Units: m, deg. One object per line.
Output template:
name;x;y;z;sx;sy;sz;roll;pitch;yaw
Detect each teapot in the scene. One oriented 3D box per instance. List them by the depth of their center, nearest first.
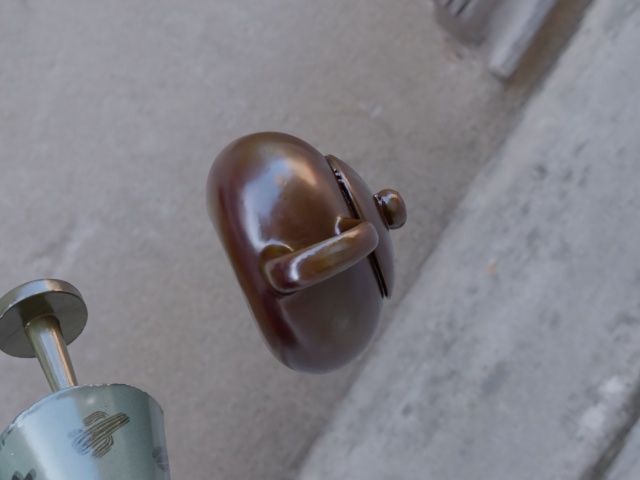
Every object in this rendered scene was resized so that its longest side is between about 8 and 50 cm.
teapot;0.000;0.000;1.009;0.135;0.178;0.252;-27;5;-5

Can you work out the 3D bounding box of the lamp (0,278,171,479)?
lamp;-0.172;0.126;1.002;0.121;0.121;0.214;-45;50;18
